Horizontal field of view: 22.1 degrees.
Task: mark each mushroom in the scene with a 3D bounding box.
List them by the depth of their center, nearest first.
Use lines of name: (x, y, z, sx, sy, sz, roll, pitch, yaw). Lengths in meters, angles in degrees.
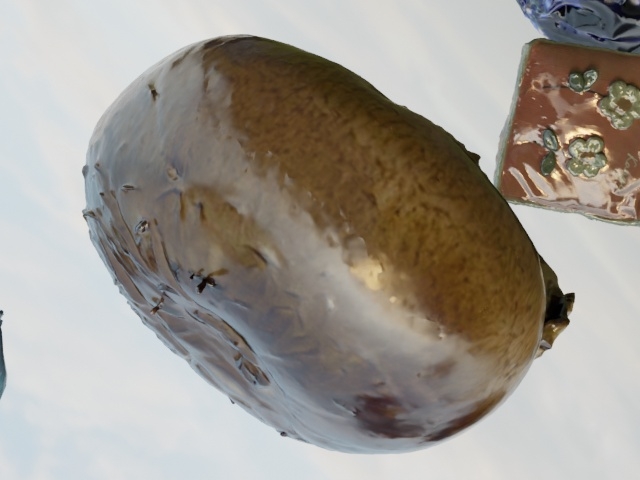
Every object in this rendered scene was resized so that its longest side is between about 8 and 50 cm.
mushroom: (-0.001, 0.014, 0.876, 0.278, 0.163, 0.297, 30, 163, -10)

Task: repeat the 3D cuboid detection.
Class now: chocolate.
chocolate: (0.166, -0.237, 1.327, 0.343, 0.148, 0.126, 45, -139, 20)

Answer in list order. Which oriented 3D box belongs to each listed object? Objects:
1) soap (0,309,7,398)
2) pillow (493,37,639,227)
soap: (-0.282, 0.047, 0.665, 0.293, 0.156, 0.077, 24, -168, -16)
pillow: (0.244, -0.067, 1.157, 0.232, 0.126, 0.043, 11, -162, 1)
